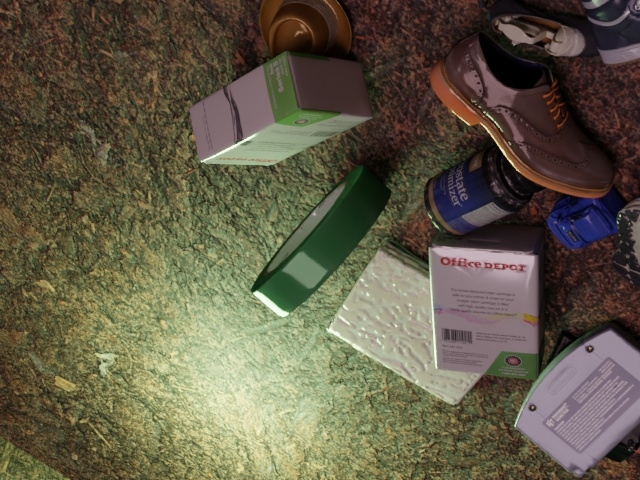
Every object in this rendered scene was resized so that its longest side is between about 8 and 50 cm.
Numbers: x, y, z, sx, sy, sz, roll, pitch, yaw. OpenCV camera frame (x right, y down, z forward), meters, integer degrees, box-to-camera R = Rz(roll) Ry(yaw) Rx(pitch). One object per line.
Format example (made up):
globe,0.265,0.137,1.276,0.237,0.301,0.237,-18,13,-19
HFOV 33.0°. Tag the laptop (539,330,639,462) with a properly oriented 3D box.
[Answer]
laptop,0.554,0.325,2.208,0.234,0.136,0.264,24,110,10

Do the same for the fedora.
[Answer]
fedora,-0.040,-0.364,1.920,0.194,0.079,0.194,17,135,18

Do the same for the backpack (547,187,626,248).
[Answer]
backpack,0.457,-0.040,1.887,0.120,0.101,0.098,-25,105,47

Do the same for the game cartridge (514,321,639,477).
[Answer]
game cartridge,0.527,0.305,2.105,0.198,0.062,0.297,42,116,7

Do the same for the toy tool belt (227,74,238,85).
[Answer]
toy tool belt,-0.163,-0.291,2.080,0.051,0.052,0.083,25,136,-2

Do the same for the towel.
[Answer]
towel,0.209,0.178,2.261,0.332,0.053,0.317,31,135,2

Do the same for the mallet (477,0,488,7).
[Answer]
mallet,0.224,-0.445,1.700,0.039,0.062,0.190,-3,126,34

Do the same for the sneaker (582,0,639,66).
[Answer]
sneaker,0.512,-0.363,1.572,0.282,0.099,0.153,-14,117,40

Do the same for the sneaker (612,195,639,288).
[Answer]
sneaker,0.574,0.002,1.848,0.107,0.110,0.275,32,157,28

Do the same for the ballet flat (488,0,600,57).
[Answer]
ballet flat,0.359,-0.327,1.717,0.203,0.074,0.074,22,135,13

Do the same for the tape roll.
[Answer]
tape roll,0.000,0.000,2.037,0.077,0.321,0.321,41,136,-6

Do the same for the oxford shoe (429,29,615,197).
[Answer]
oxford shoe,0.355,-0.202,1.769,0.363,0.130,0.133,34,140,-10

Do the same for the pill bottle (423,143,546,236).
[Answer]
pill bottle,0.299,-0.097,1.915,0.219,0.123,0.123,-28,110,43

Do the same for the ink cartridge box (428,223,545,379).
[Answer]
ink cartridge box,0.319,0.111,2.044,0.201,0.117,0.278,4,120,19

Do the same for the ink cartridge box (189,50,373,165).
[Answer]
ink cartridge box,-0.074,-0.232,1.954,0.273,0.198,0.115,-21,77,41
